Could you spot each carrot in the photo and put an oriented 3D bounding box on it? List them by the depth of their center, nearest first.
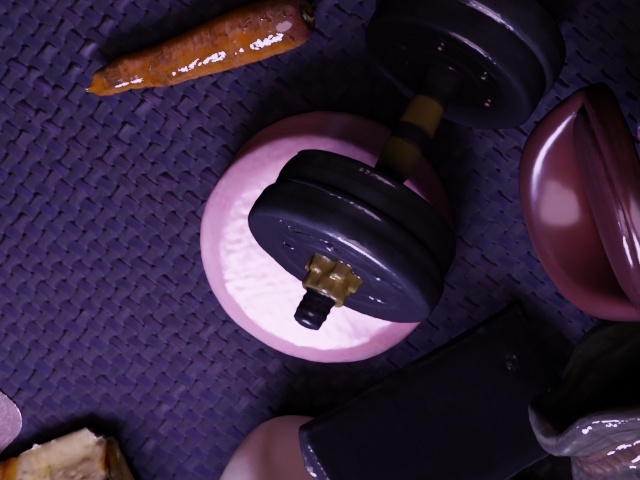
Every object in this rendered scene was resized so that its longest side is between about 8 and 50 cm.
[{"bbox_3d":[-0.115,-0.182,1.785,0.248,0.059,0.059,-16,108,22],"label":"carrot"}]

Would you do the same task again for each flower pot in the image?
[{"bbox_3d":[0.359,0.163,1.701,0.302,0.302,0.213,-35,99,23],"label":"flower pot"}]

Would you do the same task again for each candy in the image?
[{"bbox_3d":[0.000,0.000,1.812,0.255,0.094,0.255,4,113,10],"label":"candy"}]

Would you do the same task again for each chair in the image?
[{"bbox_3d":[0.372,-0.064,1.586,0.401,0.226,0.226,-17,108,5],"label":"chair"}]

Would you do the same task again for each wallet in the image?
[{"bbox_3d":[0.118,0.180,1.771,0.146,0.285,0.030,62,153,2],"label":"wallet"}]

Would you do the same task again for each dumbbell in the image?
[{"bbox_3d":[0.077,-0.089,1.636,0.185,0.185,0.388,31,73,-1],"label":"dumbbell"}]

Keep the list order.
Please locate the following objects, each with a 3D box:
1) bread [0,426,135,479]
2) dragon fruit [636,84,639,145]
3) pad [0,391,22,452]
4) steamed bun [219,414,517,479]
[{"bbox_3d":[-0.317,0.344,1.947,0.263,0.236,0.198,-24,105,20],"label":"bread"},{"bbox_3d":[0.325,-0.114,1.715,0.060,0.056,0.083,-9,116,-1],"label":"dragon fruit"},{"bbox_3d":[-0.459,0.219,2.055,0.176,0.002,0.266,42,114,-7],"label":"pad"},{"bbox_3d":[0.070,0.419,1.863,0.456,0.290,0.371,21,116,4],"label":"steamed bun"}]
